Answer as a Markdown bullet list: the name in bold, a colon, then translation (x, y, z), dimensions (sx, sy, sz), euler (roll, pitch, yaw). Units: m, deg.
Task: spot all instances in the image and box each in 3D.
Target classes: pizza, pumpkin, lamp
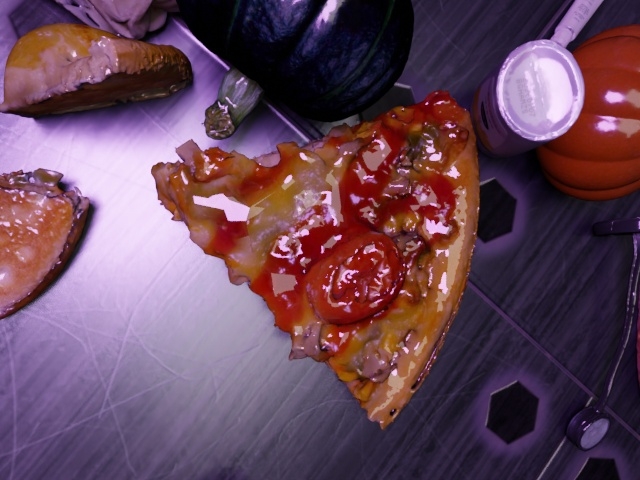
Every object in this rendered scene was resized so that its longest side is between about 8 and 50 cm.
- **pizza**: translation (0.000, 0.000, 0.544), dimensions (0.407, 0.130, 0.439), euler (13, 88, -17)
- **pumpkin**: translation (-0.045, -0.208, 0.461), dimensions (0.248, 0.248, 0.247), euler (0, 92, -14)
- **lamp**: translation (0.437, 0.130, 0.705), dimensions (0.130, 0.108, 0.370), euler (0, 107, -26)
- **lamp**: translation (0.381, -0.160, 0.600), dimensions (0.223, 0.197, 0.223), euler (-24, 124, -41)
- **pizza**: translation (-0.365, -0.023, 0.488), dimensions (0.195, 0.052, 0.185), euler (38, 89, -17)
- **pizza**: translation (-0.230, -0.177, 0.448), dimensions (0.188, 0.204, 0.080), euler (-14, 105, -8)

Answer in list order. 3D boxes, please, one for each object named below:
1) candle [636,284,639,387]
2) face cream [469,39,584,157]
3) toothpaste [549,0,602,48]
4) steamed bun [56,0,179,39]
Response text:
- **candle**: translation (0.625, 0.160, 0.713), dimensions (0.317, 0.131, 0.287), euler (43, 88, -2)
- **face cream**: translation (0.220, -0.149, 0.527), dimensions (0.073, 0.269, 0.107), euler (-8, 98, 14)
- **toothpaste**: translation (0.400, -0.357, 0.687), dimensions (0.048, 0.031, 0.190), euler (39, 79, -9)
- **steamed bun**: translation (-0.210, -0.331, 0.470), dimensions (0.218, 0.144, 0.211), euler (34, 84, -12)
